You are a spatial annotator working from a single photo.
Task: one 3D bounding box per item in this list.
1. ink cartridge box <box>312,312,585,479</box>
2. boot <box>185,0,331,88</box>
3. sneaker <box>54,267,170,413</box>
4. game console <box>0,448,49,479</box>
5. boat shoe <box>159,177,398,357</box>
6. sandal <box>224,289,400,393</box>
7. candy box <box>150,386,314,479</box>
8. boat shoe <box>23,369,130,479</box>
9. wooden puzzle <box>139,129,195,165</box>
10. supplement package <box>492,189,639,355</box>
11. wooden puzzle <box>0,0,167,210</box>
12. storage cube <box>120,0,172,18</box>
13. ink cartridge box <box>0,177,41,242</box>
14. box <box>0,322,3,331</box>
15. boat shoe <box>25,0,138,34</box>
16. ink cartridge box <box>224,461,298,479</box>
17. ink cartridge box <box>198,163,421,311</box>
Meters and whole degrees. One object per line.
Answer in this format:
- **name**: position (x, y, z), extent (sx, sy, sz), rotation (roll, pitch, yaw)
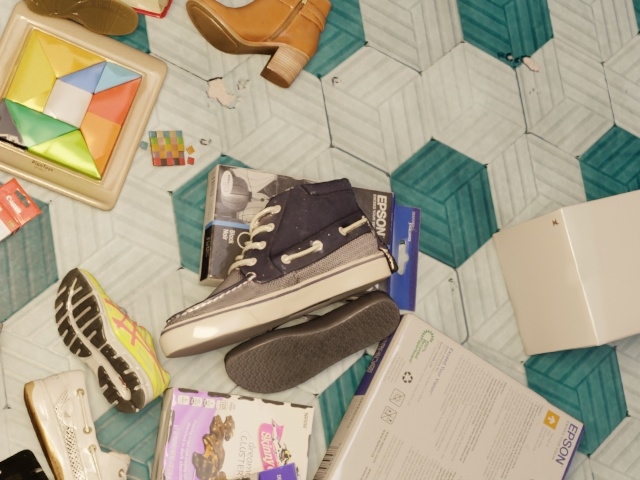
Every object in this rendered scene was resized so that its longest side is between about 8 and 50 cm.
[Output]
- **ink cartridge box**: position (0.175, 0.323, 1.566), extent (0.330, 0.071, 0.324), rotation (34, 70, -14)
- **boot**: position (-0.086, -0.331, 1.601), extent (0.197, 0.073, 0.152), rotation (35, 71, -23)
- **sneaker**: position (-0.268, 0.126, 1.447), extent (0.208, 0.081, 0.094), rotation (59, 29, 11)
- **game console**: position (-0.391, 0.341, 1.386), extent (0.122, 0.071, 0.107), rotation (-27, 59, -23)
- **boat shoe**: position (-0.074, 0.031, 1.449), extent (0.341, 0.127, 0.158), rotation (-19, 81, -29)
- **sandal**: position (-0.013, 0.138, 1.533), extent (0.255, 0.054, 0.097), rotation (-19, 127, -15)
- **candy box**: position (-0.117, 0.287, 1.464), extent (0.196, 0.070, 0.164), rotation (10, 77, -18)
- **boat shoe**: position (-0.281, 0.293, 1.389), extent (0.096, 0.098, 0.277), rotation (-20, 86, -21)
- **wooden puzzle**: position (-0.211, -0.128, 1.536), extent (0.083, 0.006, 0.049), rotation (-5, 84, -35)
- **supplement package**: position (0.436, 0.040, 1.645), extent (0.263, 0.198, 0.199), rotation (-12, 84, -22)
- **wooden puzzle**: position (-0.342, -0.184, 1.491), extent (0.221, 0.044, 0.238), rotation (22, 73, -14)
- **storage cube**: position (-0.270, -0.440, 1.493), extent (0.215, 0.184, 0.193), rotation (13, 75, -17)
- **ink cartridge box**: position (-0.425, -0.029, 1.438), extent (0.115, 0.029, 0.063), rotation (-39, 94, -22)
- **box**: position (-0.540, 0.132, 1.260), extent (0.307, 0.242, 0.076), rotation (22, 115, -15)
- **boat shoe**: position (-0.324, -0.321, 1.513), extent (0.153, 0.056, 0.048), rotation (8, 32, -19)
- **ink cartridge box**: position (-0.113, 0.401, 1.403), extent (0.208, 0.045, 0.206), rotation (-12, 107, -14)
- **ink cartridge box**: position (0.000, 0.000, 1.569), extent (0.333, 0.065, 0.165), rotation (7, 76, -19)
